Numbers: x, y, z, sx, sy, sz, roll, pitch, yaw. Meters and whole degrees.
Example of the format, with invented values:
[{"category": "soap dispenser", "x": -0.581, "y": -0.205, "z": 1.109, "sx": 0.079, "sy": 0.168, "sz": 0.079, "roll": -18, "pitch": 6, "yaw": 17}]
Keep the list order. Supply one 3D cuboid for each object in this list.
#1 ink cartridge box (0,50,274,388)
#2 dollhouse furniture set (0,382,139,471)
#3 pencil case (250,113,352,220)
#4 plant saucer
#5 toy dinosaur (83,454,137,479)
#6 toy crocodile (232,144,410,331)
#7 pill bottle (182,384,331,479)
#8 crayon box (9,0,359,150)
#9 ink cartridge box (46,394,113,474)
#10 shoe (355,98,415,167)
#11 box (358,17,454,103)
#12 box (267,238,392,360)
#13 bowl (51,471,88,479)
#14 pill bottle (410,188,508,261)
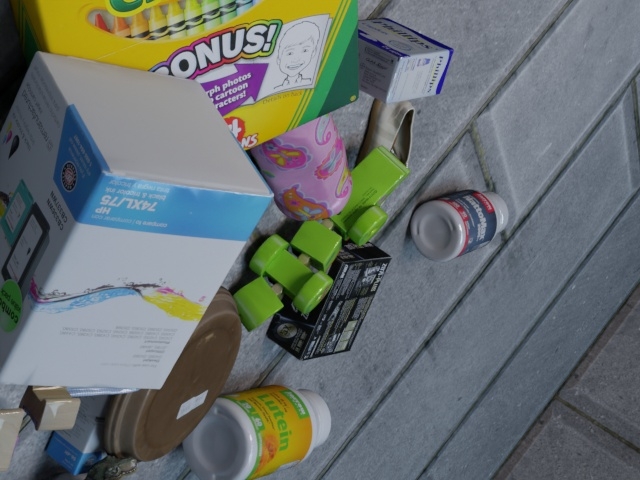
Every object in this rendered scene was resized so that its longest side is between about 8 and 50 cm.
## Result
[{"category": "ink cartridge box", "x": -0.220, "y": -0.012, "z": 1.348, "sx": 0.197, "sy": 0.198, "sz": 0.270, "roll": 6, "pitch": 126, "yaw": -39}, {"category": "dollhouse furniture set", "x": -0.329, "y": 0.186, "z": 1.458, "sx": 0.303, "sy": 0.286, "sz": 0.198, "roll": 3, "pitch": 117, "yaw": -46}, {"category": "pencil case", "x": -0.039, "y": -0.138, "z": 1.768, "sx": 0.124, "sy": 0.124, "sz": 0.284, "roll": -49, "pitch": 150, "yaw": -14}, {"category": "plant saucer", "x": -0.191, "y": 0.189, "z": 1.818, "sx": 0.278, "sy": 0.041, "sz": 0.278, "roll": -50, "pitch": 159, "yaw": -28}, {"category": "toy dinosaur", "x": -0.331, "y": 0.390, "z": 1.796, "sx": 0.268, "sy": 0.064, "sz": 0.118, "roll": -51, "pitch": 149, "yaw": -1}, {"category": "toy crocodile", "x": 0.000, "y": 0.000, "z": 1.972, "sx": 0.340, "sy": 0.115, "sz": 0.105, "roll": -50, "pitch": 170, "yaw": -9}, {"category": "pill bottle", "x": -0.091, "y": 0.299, "z": 2.103, "sx": 0.246, "sy": 0.136, "sz": 0.136, "roll": -5, "pitch": 122, "yaw": -56}, {"category": "crayon box", "x": -0.134, "y": -0.227, "z": 1.447, "sx": 0.363, "sy": 0.106, "sz": 0.313, "roll": -26, "pitch": 143, "yaw": -20}, {"category": "ink cartridge box", "x": -0.285, "y": 0.219, "z": 1.798, "sx": 0.104, "sy": 0.060, "sz": 0.180, "roll": 1, "pitch": 118, "yaw": -58}, {"category": "shoe", "x": 0.101, "y": -0.130, "z": 2.052, "sx": 0.076, "sy": 0.058, "sz": 0.219, "roll": -30, "pitch": 141, "yaw": -41}, {"category": "box", "x": 0.091, "y": -0.250, "z": 1.845, "sx": 0.137, "sy": 0.126, "sz": 0.072, "roll": -17, "pitch": 130, "yaw": -51}, {"category": "box", "x": 0.015, "y": 0.089, "z": 2.117, "sx": 0.147, "sy": 0.077, "sz": 0.180, "roll": -6, "pitch": 123, "yaw": -55}, {"category": "bowl", "x": -0.351, "y": 0.381, "z": 1.867, "sx": 0.142, "sy": 0.053, "sz": 0.142, "roll": -60, "pitch": 151, "yaw": 3}, {"category": "pill bottle", "x": 0.248, "y": -0.032, "z": 2.330, "sx": 0.180, "sy": 0.108, "sz": 0.108, "roll": -19, "pitch": 134, "yaw": -50}]
